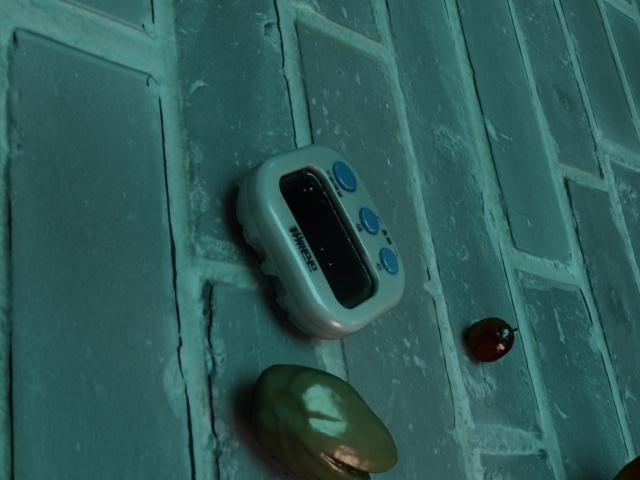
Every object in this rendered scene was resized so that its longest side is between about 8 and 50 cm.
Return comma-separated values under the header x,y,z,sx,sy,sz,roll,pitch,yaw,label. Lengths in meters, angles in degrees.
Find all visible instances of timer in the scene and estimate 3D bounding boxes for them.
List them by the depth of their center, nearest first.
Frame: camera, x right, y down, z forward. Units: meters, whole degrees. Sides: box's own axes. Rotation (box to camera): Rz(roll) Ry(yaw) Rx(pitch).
x,y,z,sx,sy,sz,roll,pitch,yaw,label
0.000,0.000,1.299,0.237,0.087,0.262,-25,87,-51,timer

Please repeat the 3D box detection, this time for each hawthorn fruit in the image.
x,y,z,sx,sy,sz,roll,pitch,yaw,label
0.274,0.159,1.513,0.077,0.077,0.077,25,51,-36,hawthorn fruit

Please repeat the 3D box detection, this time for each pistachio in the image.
x,y,z,sx,sy,sz,roll,pitch,yaw,label
0.006,0.229,1.148,0.226,0.136,0.136,40,43,-33,pistachio

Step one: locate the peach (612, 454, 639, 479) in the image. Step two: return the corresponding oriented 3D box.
x,y,z,sx,sy,sz,roll,pitch,yaw,label
0.603,0.487,1.453,0.370,0.370,0.370,25,51,-36,peach
